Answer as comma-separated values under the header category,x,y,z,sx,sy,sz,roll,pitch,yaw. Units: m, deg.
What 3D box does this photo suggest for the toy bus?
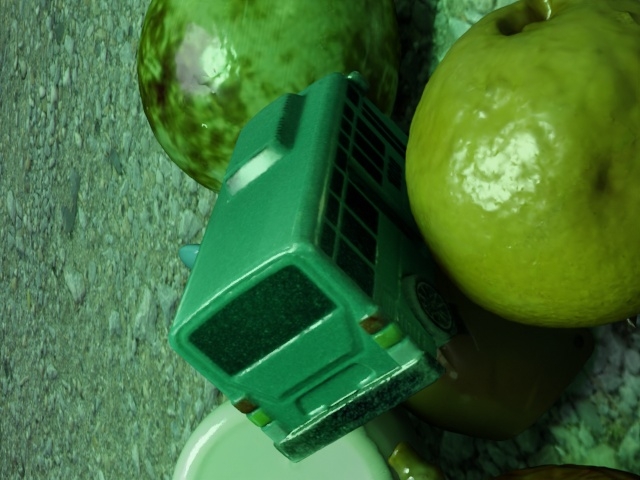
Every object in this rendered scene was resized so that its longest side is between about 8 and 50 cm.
category,x,y,z,sx,sy,sz,roll,pitch,yaw
toy bus,0.000,0.000,0.670,0.128,0.147,0.256,-35,23,24

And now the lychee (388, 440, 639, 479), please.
category,x,y,z,sx,sy,sz,roll,pitch,yaw
lychee,0.146,0.244,0.604,0.255,0.255,0.300,-8,110,59

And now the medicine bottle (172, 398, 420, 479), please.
category,x,y,z,sx,sy,sz,roll,pitch,yaw
medicine bottle,-0.005,0.185,0.815,0.293,0.170,0.170,9,-101,-82

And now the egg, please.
category,x,y,z,sx,sy,sz,roll,pitch,yaw
egg,-0.044,-0.176,0.919,0.238,0.238,0.289,24,107,57

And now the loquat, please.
category,x,y,z,sx,sy,sz,roll,pitch,yaw
loquat,0.157,-0.047,0.615,0.208,0.208,0.208,3,93,60

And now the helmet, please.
category,x,y,z,sx,sy,sz,roll,pitch,yaw
helmet,0.099,0.048,0.792,0.198,0.130,0.224,-47,50,46

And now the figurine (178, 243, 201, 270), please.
category,x,y,z,sx,sy,sz,roll,pitch,yaw
figurine,-0.041,0.052,0.957,0.180,0.154,0.262,51,163,1
